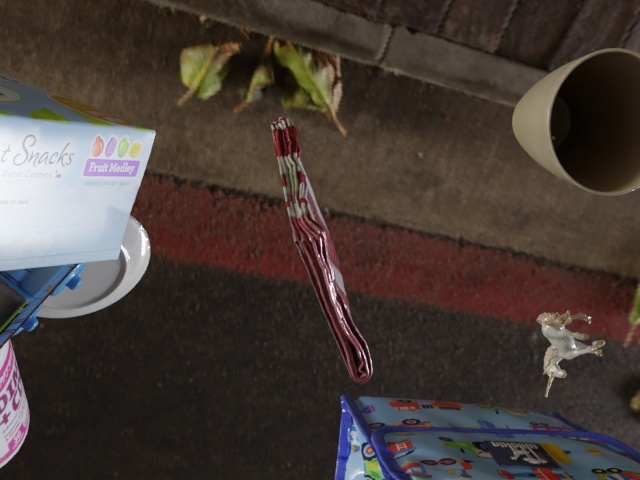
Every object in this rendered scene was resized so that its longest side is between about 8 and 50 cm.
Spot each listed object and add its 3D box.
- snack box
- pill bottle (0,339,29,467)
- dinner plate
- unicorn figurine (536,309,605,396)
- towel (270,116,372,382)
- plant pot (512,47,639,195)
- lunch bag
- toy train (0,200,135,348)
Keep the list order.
[{"bbox_3d":[-0.202,-0.052,0.373,0.207,0.174,0.070,23,101,19],"label":"snack box"},{"bbox_3d":[-0.445,0.158,1.104,0.161,0.160,0.283,-5,143,-11],"label":"pill bottle"},{"bbox_3d":[-0.221,0.024,0.835,0.141,0.017,0.141,-16,136,-16],"label":"dinner plate"},{"bbox_3d":[0.400,0.171,1.513,0.111,0.060,0.161,-10,115,37],"label":"unicorn figurine"},{"bbox_3d":[0.000,0.000,1.229,0.037,0.329,0.237,-19,124,3],"label":"towel"},{"bbox_3d":[0.479,-0.223,1.753,0.257,0.274,0.256,-2,98,-15],"label":"plant pot"},{"bbox_3d":[0.140,0.208,0.749,0.221,0.293,0.138,6,83,-7],"label":"lunch bag"},{"bbox_3d":[-0.224,0.010,0.724,0.080,0.105,0.184,43,87,-3],"label":"toy train"}]
